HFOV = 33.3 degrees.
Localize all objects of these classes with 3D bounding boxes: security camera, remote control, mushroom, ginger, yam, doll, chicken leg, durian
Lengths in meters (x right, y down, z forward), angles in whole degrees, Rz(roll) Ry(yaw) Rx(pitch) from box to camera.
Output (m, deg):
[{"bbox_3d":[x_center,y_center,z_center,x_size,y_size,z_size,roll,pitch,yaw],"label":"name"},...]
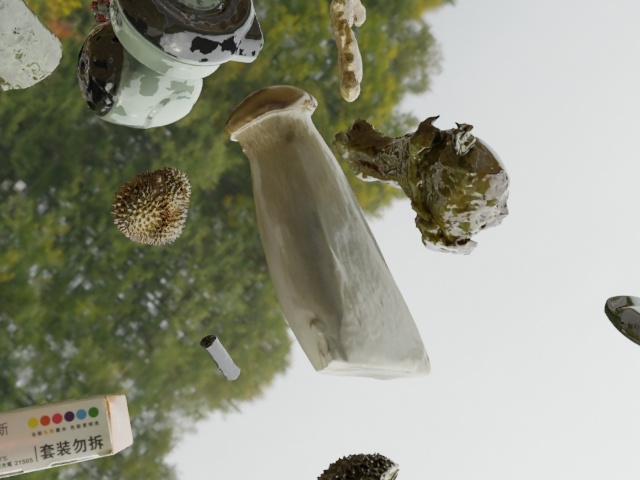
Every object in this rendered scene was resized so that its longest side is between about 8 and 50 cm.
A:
[{"bbox_3d":[-0.230,-0.268,1.493,0.191,0.197,0.277,-2,152,-34],"label":"security camera"},{"bbox_3d":[0.426,0.108,1.399,0.222,0.072,0.042,-78,174,-81],"label":"remote control"},{"bbox_3d":[-0.006,0.005,1.312,0.154,0.408,0.137,-22,174,-30],"label":"mushroom"},{"bbox_3d":[0.048,-0.373,1.983,0.052,0.176,0.193,-5,-132,21],"label":"ginger"},{"bbox_3d":[-0.591,-0.387,1.943,0.161,0.161,0.268,-47,152,-9],"label":"yam"},{"bbox_3d":[-0.336,-0.312,1.689,0.109,0.169,0.057,14,-165,35],"label":"doll"},{"bbox_3d":[0.159,-0.080,1.569,0.140,0.212,0.361,-17,-168,-22],"label":"chicken leg"},{"bbox_3d":[0.067,0.437,1.697,0.196,0.167,0.196,-8,-108,27],"label":"durian"},{"bbox_3d":[-0.330,-0.064,2.091,0.137,0.158,0.168,-124,-142,-47],"label":"durian"}]

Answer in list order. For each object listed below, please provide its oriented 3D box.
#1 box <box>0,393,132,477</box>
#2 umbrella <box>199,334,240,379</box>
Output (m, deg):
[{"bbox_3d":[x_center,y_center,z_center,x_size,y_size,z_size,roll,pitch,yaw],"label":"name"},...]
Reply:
[{"bbox_3d":[-0.395,0.282,1.563,0.220,0.091,0.274,-10,174,-4],"label":"box"},{"bbox_3d":[-0.193,0.225,2.058,0.036,0.133,0.031,16,-121,35],"label":"umbrella"}]
